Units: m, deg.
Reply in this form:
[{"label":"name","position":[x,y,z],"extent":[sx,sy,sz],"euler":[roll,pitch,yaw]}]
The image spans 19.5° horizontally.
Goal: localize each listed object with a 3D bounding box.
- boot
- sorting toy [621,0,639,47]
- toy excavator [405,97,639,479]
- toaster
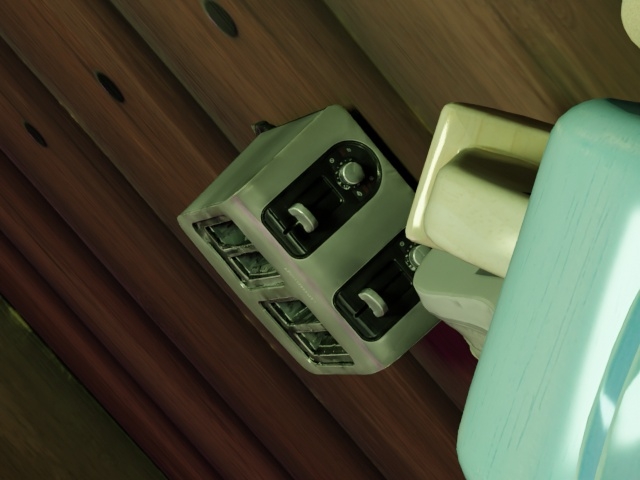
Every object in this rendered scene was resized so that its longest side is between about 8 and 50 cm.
[{"label":"boot","position":[0.160,0.059,1.154],"extent":[0.123,0.095,0.258],"euler":[46,172,-20]},{"label":"sorting toy","position":[0.226,-0.072,0.608],"extent":[0.208,0.038,0.193],"euler":[11,167,-11]},{"label":"toy excavator","position":[0.152,0.025,0.768],"extent":[0.445,0.222,0.433],"euler":[25,-166,32]},{"label":"toaster","position":[0.000,0.000,1.328],"extent":[0.168,0.110,0.186],"euler":[51,162,-11]}]
